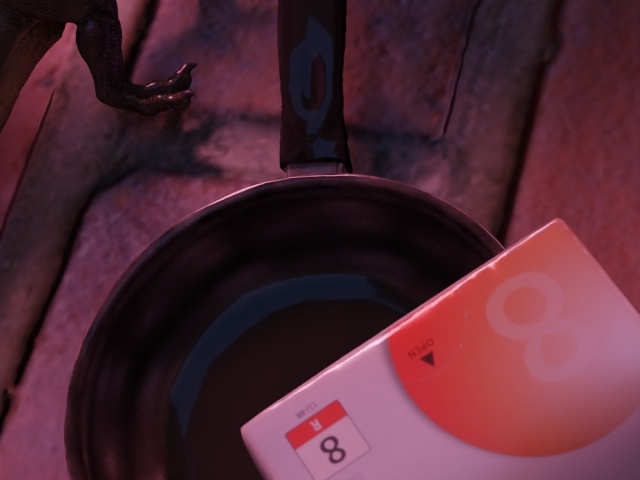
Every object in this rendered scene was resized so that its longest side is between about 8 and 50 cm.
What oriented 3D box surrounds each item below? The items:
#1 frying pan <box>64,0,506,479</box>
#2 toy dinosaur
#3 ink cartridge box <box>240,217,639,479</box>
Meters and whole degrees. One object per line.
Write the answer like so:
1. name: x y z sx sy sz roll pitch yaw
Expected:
1. frying pan: -0.026 0.014 0.719 0.197 0.053 0.326 -24 60 1
2. toy dinosaur: -0.109 -0.115 0.784 0.118 0.064 0.268 16 83 -18
3. ink cartridge box: 0.077 0.101 0.611 0.145 0.045 0.179 -33 62 -6
